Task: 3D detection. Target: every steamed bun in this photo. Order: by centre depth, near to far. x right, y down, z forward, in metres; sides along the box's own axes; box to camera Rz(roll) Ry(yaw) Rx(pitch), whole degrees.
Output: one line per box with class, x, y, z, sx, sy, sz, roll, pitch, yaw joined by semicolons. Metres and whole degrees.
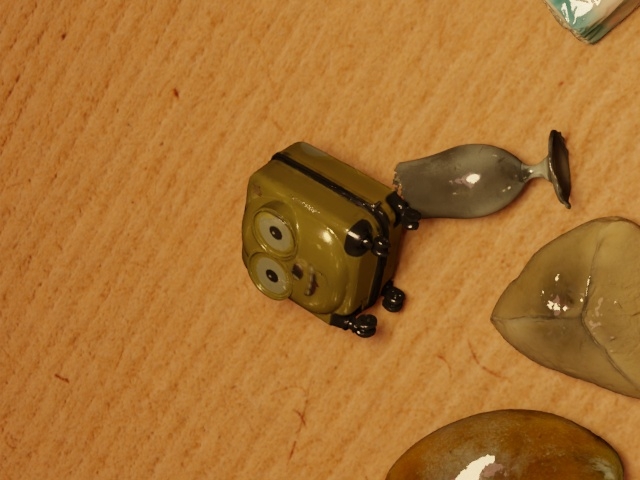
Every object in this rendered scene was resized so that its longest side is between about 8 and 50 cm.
steamed bun;0.325;0.071;1.426;0.231;0.110;0.213;19;103;26

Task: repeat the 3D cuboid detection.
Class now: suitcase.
suitcase;0.000;0.000;1.534;0.234;0.143;0.194;31;138;23

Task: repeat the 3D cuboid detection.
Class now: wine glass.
wine glass;0.210;-0.077;1.493;0.222;0.103;0.103;-8;87;26

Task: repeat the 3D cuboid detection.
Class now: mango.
mango;0.225;0.316;1.466;0.316;0.146;0.193;-22;89;18

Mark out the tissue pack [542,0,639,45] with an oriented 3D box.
tissue pack;0.363;-0.399;1.403;0.271;0.124;0.201;-42;78;19
